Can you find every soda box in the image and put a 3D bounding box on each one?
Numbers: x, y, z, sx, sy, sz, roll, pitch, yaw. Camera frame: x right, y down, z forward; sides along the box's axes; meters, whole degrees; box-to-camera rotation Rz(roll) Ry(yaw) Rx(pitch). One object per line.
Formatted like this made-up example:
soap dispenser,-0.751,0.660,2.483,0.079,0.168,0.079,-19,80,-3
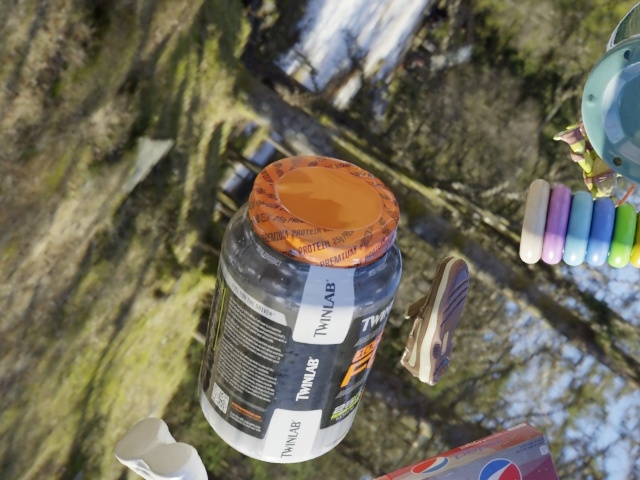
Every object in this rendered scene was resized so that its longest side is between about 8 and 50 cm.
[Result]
soda box,0.214,0.363,1.408,0.263,0.092,0.083,-18,-176,-6

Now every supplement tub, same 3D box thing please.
supplement tub,-0.025,0.083,1.115,0.207,0.207,0.338,-51,161,-49

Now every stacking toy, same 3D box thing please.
stacking toy,0.498,-0.012,1.535,0.141,0.330,0.141,8,90,-76

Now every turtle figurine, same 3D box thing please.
turtle figurine,0.571,-0.139,1.991,0.269,0.217,0.087,-31,-171,-29

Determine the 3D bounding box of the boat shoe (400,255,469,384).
boat shoe,0.194,0.138,1.713,0.095,0.095,0.258,-21,129,-50

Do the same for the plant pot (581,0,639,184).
plant pot,0.455,-0.188,1.152,0.255,0.272,0.272,-33,164,-41

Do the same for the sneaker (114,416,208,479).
sneaker,-0.210,0.311,1.287,0.080,0.094,0.212,-38,-156,-20
